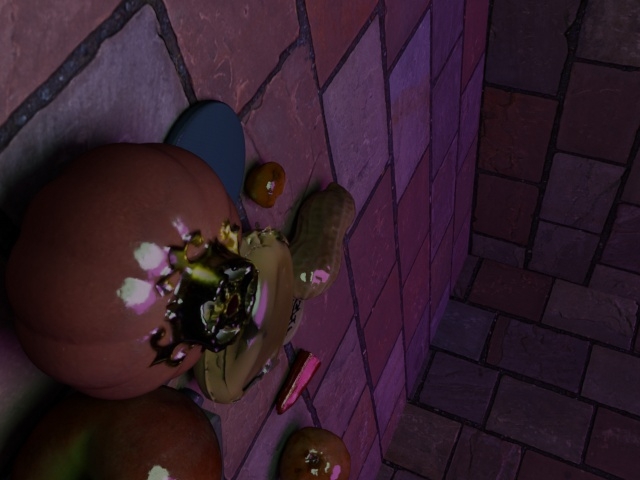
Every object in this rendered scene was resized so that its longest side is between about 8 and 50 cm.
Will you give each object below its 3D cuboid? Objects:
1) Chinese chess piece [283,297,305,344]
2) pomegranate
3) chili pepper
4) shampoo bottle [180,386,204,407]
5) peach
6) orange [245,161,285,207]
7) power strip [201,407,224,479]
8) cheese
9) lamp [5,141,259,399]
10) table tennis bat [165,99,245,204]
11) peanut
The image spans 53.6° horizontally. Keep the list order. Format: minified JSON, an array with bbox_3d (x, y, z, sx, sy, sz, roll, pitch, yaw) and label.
[{"bbox_3d":[-0.083,0.155,1.362,0.144,0.058,0.144,-50,149,-46],"label":"Chinese chess piece"},{"bbox_3d":[-0.018,0.604,1.699,0.207,0.207,0.207,-50,150,-45],"label":"pomegranate"},{"bbox_3d":[-0.063,0.358,1.571,0.169,0.065,0.088,-58,154,-25],"label":"chili pepper"},{"bbox_3d":[-0.272,0.355,1.052,0.233,0.049,0.087,-60,149,-30],"label":"shampoo bottle"},{"bbox_3d":[-0.247,0.292,0.801,0.252,0.252,0.252,-50,150,-45],"label":"peach"},{"bbox_3d":[-0.099,-0.102,1.122,0.086,0.062,0.086,22,90,-85],"label":"orange"},{"bbox_3d":[-0.250,0.464,1.178,0.193,0.059,0.265,-50,149,-54],"label":"power strip"},{"bbox_3d":[-0.131,0.119,1.137,0.259,0.128,0.315,-52,157,-61],"label":"cheese"},{"bbox_3d":[-0.197,0.039,0.732,0.305,0.240,0.305,17,90,-70],"label":"lamp"},{"bbox_3d":[-0.188,-0.051,0.970,0.215,0.044,0.329,-2,106,-69],"label":"table tennis bat"},{"bbox_3d":[0.000,0.000,1.339,0.136,0.120,0.298,63,40,-48],"label":"peanut"}]
